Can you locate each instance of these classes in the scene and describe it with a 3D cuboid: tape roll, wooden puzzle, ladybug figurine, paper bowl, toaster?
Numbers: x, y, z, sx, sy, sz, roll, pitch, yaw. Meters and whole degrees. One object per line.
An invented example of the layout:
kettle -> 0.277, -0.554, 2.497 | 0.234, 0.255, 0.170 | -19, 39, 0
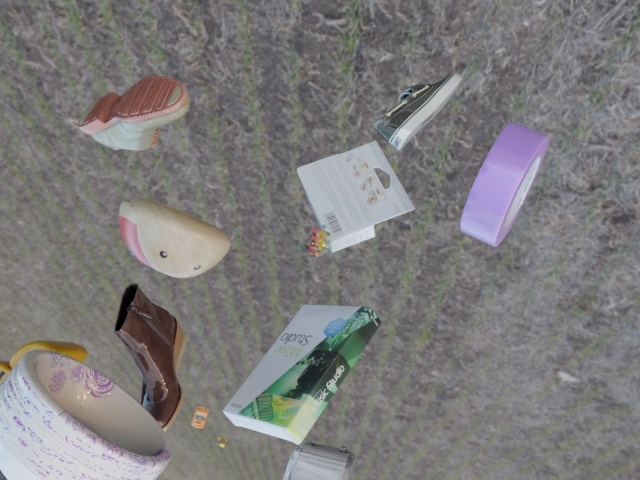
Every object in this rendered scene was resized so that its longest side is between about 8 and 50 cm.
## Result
tape roll -> 0.421, -0.126, 1.493 | 0.090, 0.275, 0.275 | 27, 154, 19
wooden puzzle -> 0.000, 0.000, 1.600 | 0.049, 0.084, 0.006 | 13, 167, -24
ladybug figurine -> -0.416, -0.004, 1.801 | 0.304, 0.162, 0.449 | 22, 179, -24
paper bowl -> -0.389, 0.313, 1.029 | 0.284, 0.148, 0.284 | 39, 177, 2
toaster -> -0.014, 0.585, 1.539 | 0.146, 0.227, 0.129 | 16, 175, 10

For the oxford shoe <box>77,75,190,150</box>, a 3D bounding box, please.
oxford shoe -> -0.451, -0.314, 1.674 | 0.396, 0.141, 0.146 | 0, 147, 40

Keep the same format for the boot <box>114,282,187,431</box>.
boot -> -0.348, 0.234, 1.278 | 0.090, 0.249, 0.207 | -11, 139, 18

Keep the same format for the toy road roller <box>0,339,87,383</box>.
toy road roller -> -0.727, 0.338, 1.612 | 0.329, 0.241, 0.202 | 22, 176, 20

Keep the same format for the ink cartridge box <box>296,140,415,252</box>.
ink cartridge box -> 0.090, -0.124, 1.751 | 0.238, 0.275, 0.060 | -20, 145, -6

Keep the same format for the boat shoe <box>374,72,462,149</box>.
boat shoe -> 0.177, -0.248, 1.165 | 0.070, 0.219, 0.078 | 41, 147, 7

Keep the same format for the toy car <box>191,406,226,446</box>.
toy car -> -0.279, 0.478, 1.670 | 0.122, 0.060, 0.040 | 36, -169, -12

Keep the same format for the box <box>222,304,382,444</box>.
box -> -0.039, 0.270, 1.396 | 0.232, 0.322, 0.058 | -5, 129, 49

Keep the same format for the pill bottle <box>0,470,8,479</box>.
pill bottle -> -0.650, 0.613, 1.501 | 0.362, 0.210, 0.210 | 1, 149, 4
